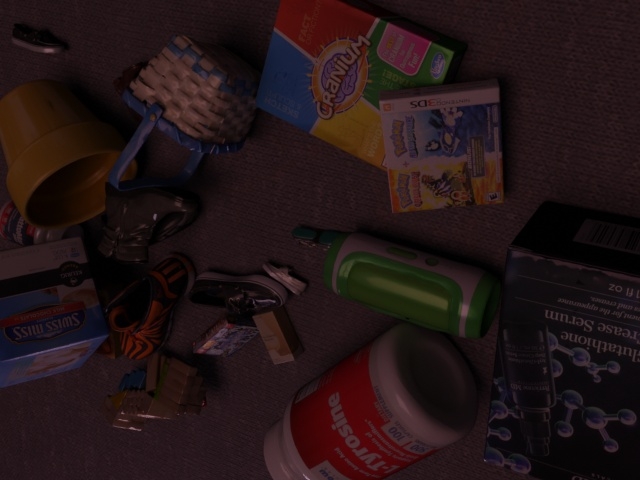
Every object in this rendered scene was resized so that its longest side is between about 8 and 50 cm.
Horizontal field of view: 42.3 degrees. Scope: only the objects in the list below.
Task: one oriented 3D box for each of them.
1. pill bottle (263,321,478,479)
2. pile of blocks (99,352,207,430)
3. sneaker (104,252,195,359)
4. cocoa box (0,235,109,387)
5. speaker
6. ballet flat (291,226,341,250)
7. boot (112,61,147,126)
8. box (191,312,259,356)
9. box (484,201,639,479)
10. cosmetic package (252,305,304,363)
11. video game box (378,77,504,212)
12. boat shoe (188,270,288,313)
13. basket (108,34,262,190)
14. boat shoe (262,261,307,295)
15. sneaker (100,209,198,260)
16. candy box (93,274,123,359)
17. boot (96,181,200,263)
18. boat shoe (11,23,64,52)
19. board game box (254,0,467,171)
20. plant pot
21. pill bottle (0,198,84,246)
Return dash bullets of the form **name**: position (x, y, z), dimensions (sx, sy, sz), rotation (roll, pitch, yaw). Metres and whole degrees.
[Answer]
- **pill bottle**: position (0.078, 0.338, 1.557), dimensions (0.229, 0.229, 0.408), rotation (51, 126, 2)
- **pile of blocks**: position (-0.366, 0.352, 1.916), dimensions (0.362, 0.113, 0.149), rotation (-20, 60, 41)
- **sneaker**: position (-0.404, 0.168, 1.795), dimensions (0.125, 0.180, 0.321), rotation (38, 125, 11)
- **cocoa box**: position (-0.627, 0.168, 1.801), dimensions (0.347, 0.231, 0.228), rotation (-38, 68, 58)
- **speaker**: position (0.159, 0.076, 1.458), dimensions (0.297, 0.131, 0.131), rotation (17, 119, 23)
- **ballet flat**: position (0.000, 0.000, 1.577), dimensions (0.114, 0.041, 0.041), rotation (11, 116, 27)
- **boot**: position (-0.360, -0.288, 1.658), dimensions (0.106, 0.037, 0.114), rotation (-27, 92, 49)
- **box**: position (-0.196, 0.201, 1.744), dimensions (0.137, 0.094, 0.027), rotation (-42, 50, 37)
- **box**: position (0.438, 0.176, 1.284), dimensions (0.294, 0.212, 0.395), rotation (12, 117, 25)
- **cosmetic package**: position (-0.087, 0.193, 1.706), dimensions (0.060, 0.041, 0.115), rotation (-19, 100, 35)
- **video game box**: position (0.196, -0.149, 1.326), dimensions (0.187, 0.048, 0.205), rotation (-4, 121, 10)
- **boat shoe**: position (-0.175, 0.114, 1.688), dimensions (0.229, 0.076, 0.080), rotation (9, 137, 29)
- **basket**: position (-0.243, -0.215, 1.498), dimensions (0.201, 0.255, 0.289), rotation (34, 105, 12)
- **boat shoe**: position (-0.070, 0.068, 1.650), dimensions (0.100, 0.035, 0.035), rotation (36, 97, 17)
- **sneaker**: position (-0.371, -0.038, 1.737), dimensions (0.267, 0.101, 0.106), rotation (-20, 97, 35)
- **candy box**: position (-0.517, 0.177, 1.947), dimensions (0.109, 0.053, 0.186), rotation (13, 115, 26)
- **boot**: position (-0.340, -0.028, 1.641), dimensions (0.247, 0.083, 0.161), rotation (7, 94, 34)
- **boat shoe**: position (-0.594, -0.422, 1.732), dimensions (0.142, 0.049, 0.040), rotation (19, 119, 25)
- **board game box**: position (0.058, -0.276, 1.400), dimensions (0.317, 0.064, 0.242), rotation (28, 122, 17)
- **plant pot**: position (-0.540, -0.191, 1.698), dimensions (0.254, 0.254, 0.239), rotation (-47, 68, 36)
- **pill bottle**: position (-0.637, -0.027, 1.894), dimensions (0.180, 0.108, 0.108), rotation (19, 119, 22)
